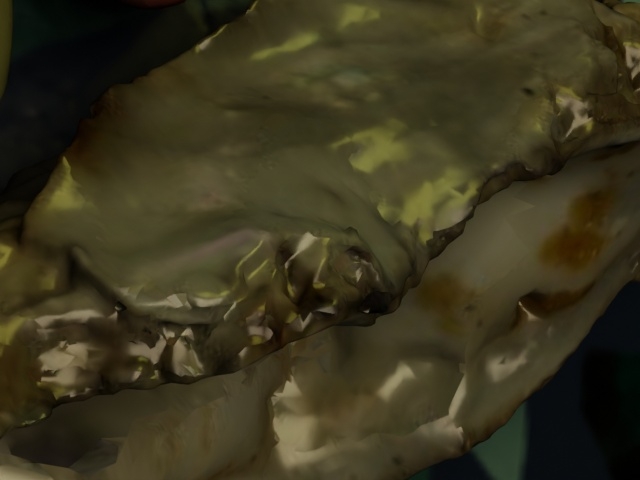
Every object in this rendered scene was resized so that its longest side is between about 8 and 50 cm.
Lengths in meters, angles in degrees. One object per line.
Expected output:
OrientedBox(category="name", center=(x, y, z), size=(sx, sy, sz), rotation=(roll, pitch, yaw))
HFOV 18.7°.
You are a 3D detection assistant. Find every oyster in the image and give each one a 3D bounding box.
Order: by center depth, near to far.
OrientedBox(category="oyster", center=(-0.003, -0.004, 0.489), size=(0.341, 0.166, 0.110), rotation=(-36, 68, -29))

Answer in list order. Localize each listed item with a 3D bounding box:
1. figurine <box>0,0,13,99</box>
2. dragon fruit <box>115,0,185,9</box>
OrientedBox(category="figurine", center=(-0.186, -0.043, 0.382), size=(0.262, 0.180, 0.153), rotation=(-17, 120, -35))
OrientedBox(category="dragon fruit", center=(-0.041, -0.125, 0.489), size=(0.136, 0.166, 0.133), rotation=(7, 114, -25))
